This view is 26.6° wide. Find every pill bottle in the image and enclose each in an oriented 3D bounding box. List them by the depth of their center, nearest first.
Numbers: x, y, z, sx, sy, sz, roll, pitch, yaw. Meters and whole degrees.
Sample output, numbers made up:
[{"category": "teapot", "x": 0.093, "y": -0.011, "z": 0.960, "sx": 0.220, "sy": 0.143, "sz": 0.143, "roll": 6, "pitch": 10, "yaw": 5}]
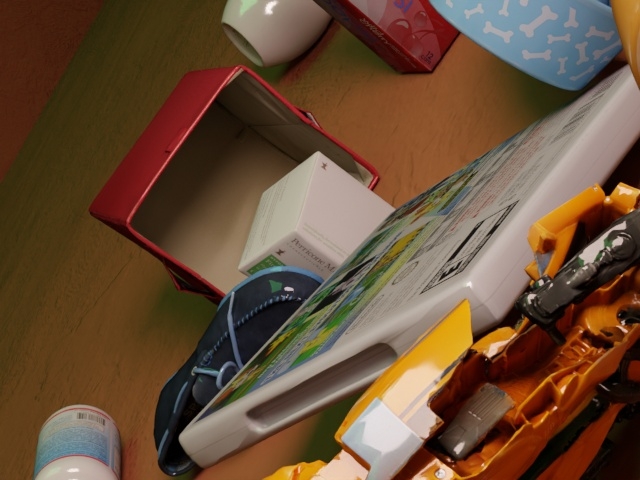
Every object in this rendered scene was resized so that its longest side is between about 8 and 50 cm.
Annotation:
[{"category": "pill bottle", "x": -0.243, "y": 0.237, "z": 1.350, "sx": 0.087, "sy": 0.087, "sz": 0.160, "roll": -48, "pitch": 20, "yaw": 12}]

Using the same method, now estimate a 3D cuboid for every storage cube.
[{"category": "storage cube", "x": -0.094, "y": -0.045, "z": 1.351, "sx": 0.215, "sy": 0.184, "sz": 0.193, "roll": -56, "pitch": 20, "yaw": -7}]

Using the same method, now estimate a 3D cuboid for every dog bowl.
[{"category": "dog bowl", "x": 0.161, "y": -0.198, "z": 1.052, "sx": 0.074, "sy": 0.166, "sz": 0.297, "roll": -58, "pitch": 4, "yaw": 21}]

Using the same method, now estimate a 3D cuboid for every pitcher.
[{"category": "pitcher", "x": -0.031, "y": -0.321, "z": 1.797, "sx": 0.207, "sy": 0.125, "sz": 0.178, "roll": -45, "pitch": -2, "yaw": -9}]

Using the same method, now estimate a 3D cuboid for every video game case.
[{"category": "video game case", "x": 0.080, "y": 0.011, "z": 0.946, "sx": 0.300, "sy": 0.036, "sz": 0.329, "roll": -33, "pitch": 9, "yaw": 44}]

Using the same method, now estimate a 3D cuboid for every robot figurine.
[{"category": "robot figurine", "x": 0.092, "y": 0.084, "z": 0.676, "sx": 0.291, "sy": 0.085, "sz": 0.211, "roll": -41, "pitch": -31, "yaw": -24}]

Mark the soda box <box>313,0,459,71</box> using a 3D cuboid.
[{"category": "soda box", "x": 0.024, "y": -0.280, "z": 1.364, "sx": 0.083, "sy": 0.263, "sz": 0.092, "roll": -55, "pitch": 21, "yaw": -7}]

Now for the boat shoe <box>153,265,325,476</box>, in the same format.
[{"category": "boat shoe", "x": -0.064, "y": 0.124, "z": 1.164, "sx": 0.258, "sy": 0.109, "sz": 0.089, "roll": 123, "pitch": 160, "yaw": -43}]

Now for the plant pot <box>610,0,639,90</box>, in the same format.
[{"category": "plant pot", "x": 0.257, "y": -0.079, "z": 0.651, "sx": 0.205, "sy": 0.205, "sz": 0.188, "roll": -38, "pitch": 40, "yaw": 35}]

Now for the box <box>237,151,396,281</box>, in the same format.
[{"category": "box", "x": 0.000, "y": 0.000, "z": 1.190, "sx": 0.087, "sy": 0.101, "sz": 0.102, "roll": -35, "pitch": 28, "yaw": 40}]
